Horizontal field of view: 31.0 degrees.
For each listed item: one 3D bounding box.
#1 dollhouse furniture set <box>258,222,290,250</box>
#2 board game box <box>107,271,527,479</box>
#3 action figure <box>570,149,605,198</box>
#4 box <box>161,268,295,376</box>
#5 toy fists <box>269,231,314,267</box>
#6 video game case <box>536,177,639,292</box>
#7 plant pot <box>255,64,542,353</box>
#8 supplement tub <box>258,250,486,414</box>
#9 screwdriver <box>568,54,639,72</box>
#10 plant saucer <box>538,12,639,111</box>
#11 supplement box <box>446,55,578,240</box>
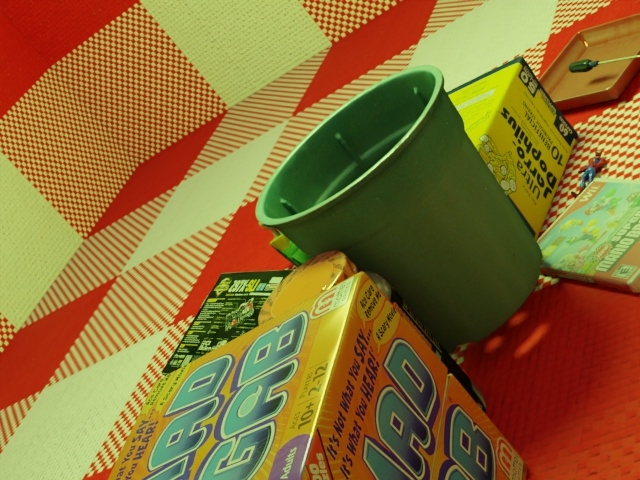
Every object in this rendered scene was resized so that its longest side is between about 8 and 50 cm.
[{"bbox_3d":[0.060,-0.056,2.290,0.303,0.198,0.286,-37,-9,8],"label":"dollhouse furniture set"},{"bbox_3d":[-0.011,0.332,1.350,0.356,0.356,0.356,-29,23,28],"label":"board game box"},{"bbox_3d":[0.457,-0.116,1.951,0.038,0.030,0.115,-26,22,47],"label":"action figure"},{"bbox_3d":[-0.166,0.184,2.298,0.322,0.079,0.257,-6,48,58],"label":"box"},{"bbox_3d":[0.000,0.000,2.437,0.142,0.096,0.279,-50,22,-5],"label":"toy fists"},{"bbox_3d":[0.448,-0.015,1.751,0.204,0.025,0.285,-45,20,-13],"label":"video game case"},{"bbox_3d":[0.140,-0.028,1.730,0.341,0.334,0.341,-36,20,16],"label":"plant pot"},{"bbox_3d":[0.069,0.176,1.594,0.193,0.316,0.193,-35,20,14],"label":"supplement tub"},{"bbox_3d":[0.529,-0.336,2.154,0.024,0.025,0.170,-50,21,-25],"label":"screwdriver"},{"bbox_3d":[0.541,-0.339,2.245,0.259,0.047,0.258,-49,21,-25],"label":"plant saucer"},{"bbox_3d":[0.287,-0.126,2.031,0.195,0.194,0.356,-23,27,41],"label":"supplement box"}]
